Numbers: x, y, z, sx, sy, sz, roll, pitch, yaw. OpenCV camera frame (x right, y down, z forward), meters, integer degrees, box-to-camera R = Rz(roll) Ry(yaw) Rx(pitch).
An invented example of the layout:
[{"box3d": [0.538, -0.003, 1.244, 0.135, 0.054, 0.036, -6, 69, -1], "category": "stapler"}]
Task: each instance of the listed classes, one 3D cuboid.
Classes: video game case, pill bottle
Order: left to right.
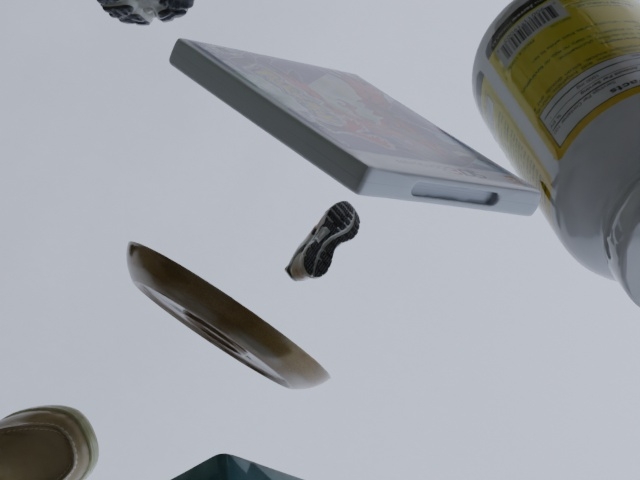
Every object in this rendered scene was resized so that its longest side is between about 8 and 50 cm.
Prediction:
[{"box3d": [0.024, -0.076, 1.140, 0.201, 0.183, 0.023, 36, -70, 38], "category": "video game case"}, {"box3d": [0.266, -0.082, 1.477, 0.188, 0.188, 0.334, -44, -147, 15], "category": "pill bottle"}]

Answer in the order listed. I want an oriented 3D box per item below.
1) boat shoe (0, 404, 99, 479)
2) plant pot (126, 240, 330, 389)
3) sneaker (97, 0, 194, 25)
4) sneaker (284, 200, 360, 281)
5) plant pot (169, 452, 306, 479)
[{"box3d": [-0.376, 0.259, 1.850, 0.302, 0.098, 0.109, -18, -89, 28], "category": "boat shoe"}, {"box3d": [-0.097, 0.080, 1.642, 0.236, 0.236, 0.032, 28, -101, 37], "category": "plant pot"}, {"box3d": [-0.176, -0.286, 1.376, 0.107, 0.275, 0.110, -11, -119, 3], "category": "sneaker"}, {"box3d": [0.000, 0.000, 1.672, 0.043, 0.040, 0.109, -23, -160, 47], "category": "sneaker"}, {"box3d": [-0.073, 0.338, 1.462, 0.165, 0.165, 0.234, -31, -128, 32], "category": "plant pot"}]
